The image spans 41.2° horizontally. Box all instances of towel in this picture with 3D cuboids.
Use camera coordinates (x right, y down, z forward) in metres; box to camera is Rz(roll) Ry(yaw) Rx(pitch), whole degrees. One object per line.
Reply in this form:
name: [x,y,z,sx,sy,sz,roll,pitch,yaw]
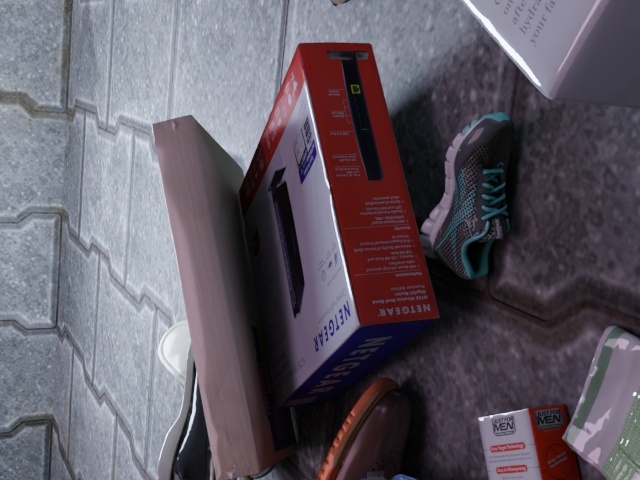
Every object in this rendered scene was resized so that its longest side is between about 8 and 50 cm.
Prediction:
towel: [0.242,0.143,0.608,0.152,0.023,0.113,43,128,54]

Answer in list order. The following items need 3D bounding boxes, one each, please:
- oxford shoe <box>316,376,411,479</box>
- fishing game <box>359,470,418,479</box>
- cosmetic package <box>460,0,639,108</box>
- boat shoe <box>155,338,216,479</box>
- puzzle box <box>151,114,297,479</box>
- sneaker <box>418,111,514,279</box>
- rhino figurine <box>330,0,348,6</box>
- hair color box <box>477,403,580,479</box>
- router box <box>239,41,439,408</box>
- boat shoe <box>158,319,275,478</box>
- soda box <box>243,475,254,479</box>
oxford shoe: [0.061,0.327,0.889,0.132,0.130,0.364,13,96,28]
fishing game: [0.076,0.312,0.799,0.264,0.041,0.189,-12,78,27]
cosmetic package: [0.161,-0.314,0.615,0.453,0.161,0.230,64,143,40]
boat shoe: [-0.143,0.224,1.169,0.114,0.091,0.303,75,-159,-59]
puzzle box: [-0.111,0.076,1.056,0.272,0.052,0.409,54,-156,-78]
sneaker: [0.146,-0.034,0.763,0.076,0.065,0.166,51,142,39]
rhino figurine: [0.036,-0.320,0.951,0.243,0.073,0.106,5,91,64]
hair color box: [0.179,0.211,0.706,0.072,0.043,0.141,-32,63,58]
router box: [0.000,0.000,0.949,0.335,0.082,0.301,123,139,-61]
boat shoe: [-0.140,0.243,1.290,0.116,0.099,0.319,-41,46,-5]
soda box: [-0.042,0.354,0.992,0.058,0.181,0.061,-44,32,-7]
